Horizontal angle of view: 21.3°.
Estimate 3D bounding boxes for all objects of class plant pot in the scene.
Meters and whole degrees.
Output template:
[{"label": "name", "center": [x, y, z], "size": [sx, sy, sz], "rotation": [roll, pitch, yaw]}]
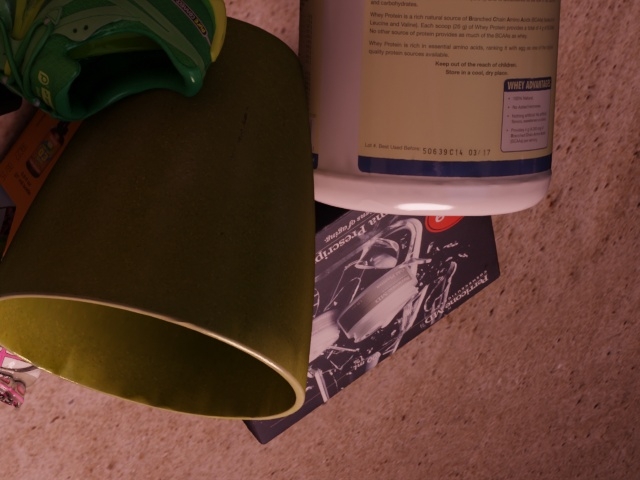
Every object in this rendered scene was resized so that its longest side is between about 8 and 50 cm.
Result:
[{"label": "plant pot", "center": [-0.112, -0.032, 1.434], "size": [0.275, 0.274, 0.293], "rotation": [54, 46, -59]}]

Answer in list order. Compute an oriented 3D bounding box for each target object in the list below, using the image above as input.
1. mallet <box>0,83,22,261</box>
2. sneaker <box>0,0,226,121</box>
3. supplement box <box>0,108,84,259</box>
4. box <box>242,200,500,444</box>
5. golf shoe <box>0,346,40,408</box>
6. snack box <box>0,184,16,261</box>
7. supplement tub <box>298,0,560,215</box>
[{"label": "mallet", "center": [-0.301, -0.056, 1.502], "size": [0.062, 0.039, 0.190], "rotation": [-8, 114, -36]}, {"label": "sneaker", "center": [-0.224, -0.162, 1.342], "size": [0.295, 0.123, 0.109], "rotation": [-1, 147, 4]}, {"label": "supplement box", "center": [-0.247, -0.057, 1.577], "size": [0.080, 0.078, 0.233], "rotation": [10, 123, -52]}, {"label": "box", "center": [0.000, 0.000, 1.819], "size": [0.343, 0.179, 0.312], "rotation": [-35, 150, -10]}, {"label": "golf shoe", "center": [-0.336, 0.095, 1.695], "size": [0.086, 0.067, 0.186], "rotation": [-62, 153, -18]}, {"label": "snack box", "center": [-0.345, -0.002, 1.444], "size": [0.070, 0.174, 0.207], "rotation": [-12, 138, -37]}, {"label": "supplement tub", "center": [0.097, -0.196, 1.524], "size": [0.235, 0.235, 0.325], "rotation": [-7, 104, -43]}]
